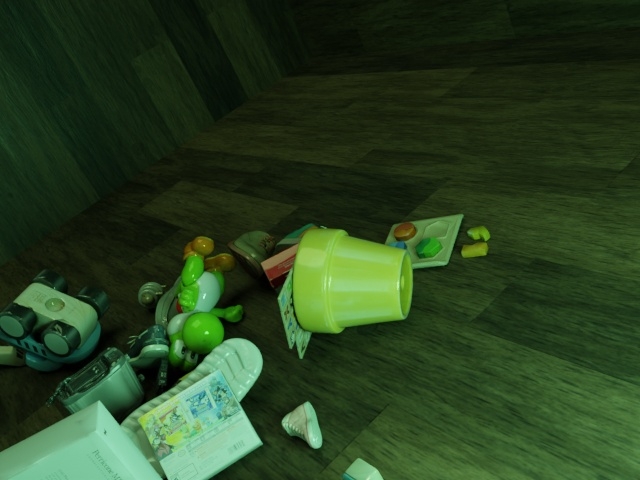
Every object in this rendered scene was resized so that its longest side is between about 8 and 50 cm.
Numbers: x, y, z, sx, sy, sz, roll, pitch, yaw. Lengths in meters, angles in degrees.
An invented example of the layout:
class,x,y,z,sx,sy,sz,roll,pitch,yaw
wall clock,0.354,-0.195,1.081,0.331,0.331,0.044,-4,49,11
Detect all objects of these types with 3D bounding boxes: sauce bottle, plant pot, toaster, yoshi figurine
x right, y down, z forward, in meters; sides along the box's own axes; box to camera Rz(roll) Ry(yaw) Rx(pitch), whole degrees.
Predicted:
class,x,y,z,sx,sy,sz,roll,pitch,yaw
sauce bottle,-0.340,0.362,1.767,0.128,0.042,0.042,-30,27,-10
plant pot,0.087,0.097,1.653,0.239,0.254,0.254,1,35,19
toaster,-0.566,0.396,1.795,0.227,0.146,0.129,-38,28,-21
yoshi figurine,-0.311,0.174,1.896,0.204,0.203,0.362,10,58,-3

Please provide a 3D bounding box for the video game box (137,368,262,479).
class,x,y,z,sx,sy,sz,roll,pitch,yaw
video game box,-0.257,0.408,1.491,0.205,0.048,0.187,-31,70,-8

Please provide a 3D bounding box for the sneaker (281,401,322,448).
class,x,y,z,sx,sy,sz,roll,pitch,yaw
sneaker,-0.040,0.391,1.437,0.070,0.051,0.134,-28,23,3

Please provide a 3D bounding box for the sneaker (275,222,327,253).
class,x,y,z,sx,sy,sz,roll,pitch,yaw
sneaker,0.000,0.000,2.031,0.302,0.108,0.121,3,43,47

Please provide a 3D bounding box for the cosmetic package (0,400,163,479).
class,x,y,z,sx,sy,sz,roll,pitch,yaw
cosmetic package,-0.411,0.496,1.220,0.284,0.377,0.097,-26,27,0

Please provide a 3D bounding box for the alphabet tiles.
class,x,y,z,sx,sy,sz,roll,pitch,yaw
alphabet tiles,-0.048,0.157,1.654,0.009,0.237,0.198,3,39,17

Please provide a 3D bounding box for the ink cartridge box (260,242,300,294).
class,x,y,z,sx,sy,sz,roll,pitch,yaw
ink cartridge box,-0.070,0.078,1.836,0.134,0.231,0.078,-28,70,-2

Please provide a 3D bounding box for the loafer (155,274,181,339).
class,x,y,z,sx,sy,sz,roll,pitch,yaw
loafer,-0.398,0.173,2.082,0.111,0.112,0.319,-26,25,22

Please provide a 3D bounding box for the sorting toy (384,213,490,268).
class,x,y,z,sx,sy,sz,roll,pitch,yaw
sorting toy,0.299,-0.005,1.842,0.307,0.041,0.229,-9,32,32

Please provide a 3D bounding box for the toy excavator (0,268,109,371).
class,x,y,z,sx,sy,sz,roll,pitch,yaw
toy excavator,-0.920,0.313,2.219,0.433,0.445,0.222,22,38,2

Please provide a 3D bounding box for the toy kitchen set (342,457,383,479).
class,x,y,z,sx,sy,sz,roll,pitch,yaw
toy kitchen set,0.091,0.474,1.088,0.166,0.122,0.207,-40,29,-24

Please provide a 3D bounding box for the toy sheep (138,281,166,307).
class,x,y,z,sx,sy,sz,roll,pitch,yaw
toy sheep,-0.540,0.174,2.243,0.091,0.091,0.132,-24,13,5

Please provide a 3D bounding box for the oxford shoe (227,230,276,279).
class,x,y,z,sx,sy,sz,roll,pitch,yaw
oxford shoe,-0.195,0.022,2.087,0.130,0.123,0.348,-36,16,-6

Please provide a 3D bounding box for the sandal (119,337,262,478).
class,x,y,z,sx,sy,sz,roll,pitch,yaw
sandal,-0.289,0.398,1.581,0.416,0.102,0.169,-39,67,-13

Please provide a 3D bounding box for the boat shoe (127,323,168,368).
class,x,y,z,sx,sy,sz,roll,pitch,yaw
boat shoe,-0.466,0.287,1.864,0.254,0.095,0.079,136,135,-58

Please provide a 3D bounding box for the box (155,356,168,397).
class,x,y,z,sx,sy,sz,roll,pitch,yaw
box,-0.408,0.354,1.799,0.018,0.067,0.083,9,45,-17
